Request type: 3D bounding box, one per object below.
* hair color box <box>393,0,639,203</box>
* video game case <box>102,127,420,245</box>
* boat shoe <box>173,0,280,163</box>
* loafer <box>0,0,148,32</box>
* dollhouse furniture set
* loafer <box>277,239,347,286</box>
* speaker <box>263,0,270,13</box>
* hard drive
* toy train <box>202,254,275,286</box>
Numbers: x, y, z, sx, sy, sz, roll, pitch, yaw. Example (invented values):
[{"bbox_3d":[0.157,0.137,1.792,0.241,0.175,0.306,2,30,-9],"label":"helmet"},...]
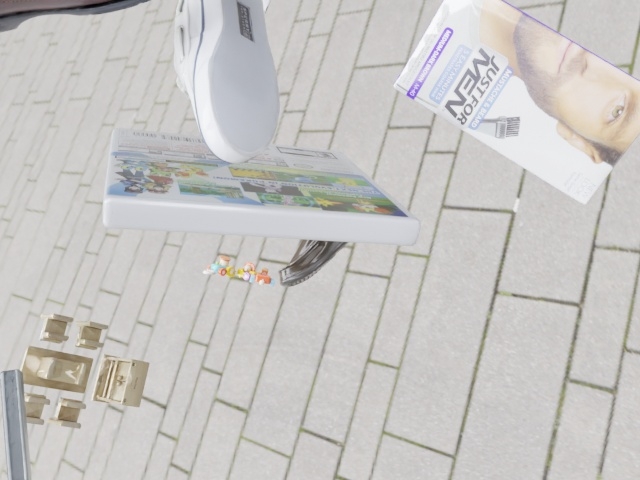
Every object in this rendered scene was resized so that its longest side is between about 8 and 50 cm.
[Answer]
[{"bbox_3d":[0.304,-0.226,0.953,0.338,0.110,0.185,32,113,5],"label":"hair color box"},{"bbox_3d":[-0.086,-0.071,0.771,0.300,0.328,0.036,-125,42,-63],"label":"video game case"},{"bbox_3d":[-0.102,-0.175,0.637,0.084,0.095,0.258,-28,51,34],"label":"boat shoe"},{"bbox_3d":[-0.217,-0.246,0.516,0.302,0.095,0.109,-19,78,-3],"label":"loafer"},{"bbox_3d":[-0.518,0.283,1.351,0.161,0.242,0.212,-8,66,48],"label":"dollhouse furniture set"},{"bbox_3d":[0.000,0.000,1.165,0.220,0.080,0.078,-40,85,-14],"label":"loafer"},{"bbox_3d":[-0.187,-0.604,1.540,0.055,0.136,0.055,-159,90,-78],"label":"speaker"},{"bbox_3d":[-0.349,0.218,0.728,0.094,0.022,0.135,148,114,-64],"label":"hard drive"},{"bbox_3d":[-0.187,0.068,1.489,0.125,0.166,0.046,-177,99,-85],"label":"toy train"}]
